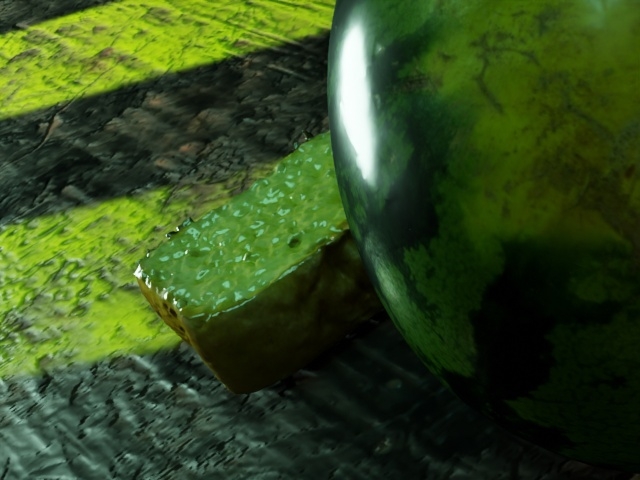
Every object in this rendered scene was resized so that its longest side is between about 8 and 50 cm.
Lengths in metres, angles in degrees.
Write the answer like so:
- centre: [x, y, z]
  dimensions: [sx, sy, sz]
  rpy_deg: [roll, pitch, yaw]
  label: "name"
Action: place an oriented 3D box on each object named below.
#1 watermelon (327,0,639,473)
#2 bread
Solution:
- centre: [0.128, -0.050, 0.583]
  dimensions: [0.269, 0.269, 0.269]
  rpy_deg: [-19, 28, 11]
  label: "watermelon"
- centre: [0.000, 0.000, 0.809]
  dimensions: [0.187, 0.065, 0.103]
  rpy_deg: [-40, 30, -25]
  label: "bread"
